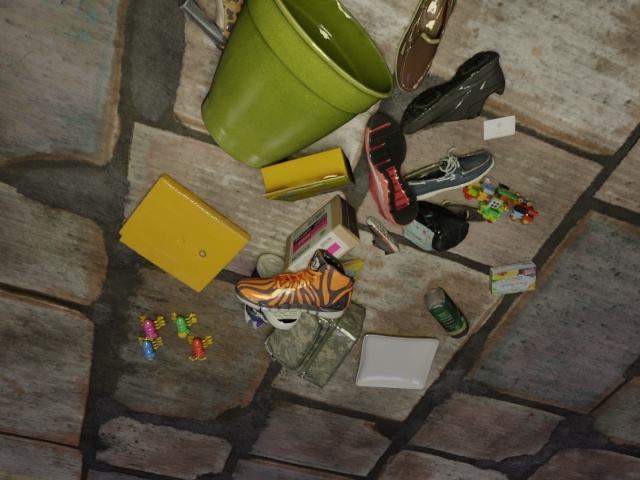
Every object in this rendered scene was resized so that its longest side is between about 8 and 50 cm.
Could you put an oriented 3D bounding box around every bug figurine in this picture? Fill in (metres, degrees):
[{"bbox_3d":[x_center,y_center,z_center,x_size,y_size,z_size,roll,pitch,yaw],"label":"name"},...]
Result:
[{"bbox_3d":[-0.553,0.362,1.558,0.279,0.072,0.216,-3,121,3],"label":"bug figurine"}]

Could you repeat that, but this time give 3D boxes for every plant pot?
[{"bbox_3d":[-0.086,-0.357,0.973,0.366,0.366,0.353,38,126,-21],"label":"plant pot"}]

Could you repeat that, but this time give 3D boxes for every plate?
[{"bbox_3d":[0.285,0.459,1.625,0.278,0.045,0.277,4,121,-3],"label":"plate"}]

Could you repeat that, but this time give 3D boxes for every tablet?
[{"bbox_3d":[0.494,-0.311,1.170,0.083,0.006,0.054,-10,121,6],"label":"tablet"}]

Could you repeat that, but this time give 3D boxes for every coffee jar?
[{"bbox_3d":[0.439,0.255,1.467,0.079,0.096,0.184,-33,115,22],"label":"coffee jar"}]

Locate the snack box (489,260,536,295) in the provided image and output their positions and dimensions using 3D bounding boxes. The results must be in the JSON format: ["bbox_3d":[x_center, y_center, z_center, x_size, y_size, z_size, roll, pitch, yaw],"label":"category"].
[{"bbox_3d":[0.643,0.128,1.421,0.141,0.037,0.100,-11,122,7],"label":"snack box"}]

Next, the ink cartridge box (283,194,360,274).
[{"bbox_3d":[0.000,0.000,1.257,0.235,0.193,0.088,-40,114,21],"label":"ink cartridge box"}]

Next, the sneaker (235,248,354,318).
[{"bbox_3d":[-0.060,0.101,1.148,0.321,0.124,0.180,8,119,-18],"label":"sneaker"}]

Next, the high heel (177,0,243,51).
[{"bbox_3d":[-0.173,-0.562,0.969,0.261,0.093,0.186,-40,144,13],"label":"high heel"}]

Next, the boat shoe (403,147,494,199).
[{"bbox_3d":[0.355,-0.196,1.195,0.255,0.095,0.079,-18,131,22],"label":"boat shoe"}]

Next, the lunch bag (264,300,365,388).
[{"bbox_3d":[-0.026,0.317,1.456,0.256,0.212,0.305,31,118,2],"label":"lunch bag"}]

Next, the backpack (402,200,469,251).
[{"bbox_3d":[0.318,-0.043,1.238,0.152,0.182,0.115,-16,125,-34],"label":"backpack"}]

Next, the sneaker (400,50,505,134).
[{"bbox_3d":[0.345,-0.351,1.095,0.286,0.109,0.130,-30,125,21],"label":"sneaker"}]

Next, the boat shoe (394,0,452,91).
[{"bbox_3d":[0.245,-0.482,1.014,0.095,0.095,0.257,10,121,-5],"label":"boat shoe"}]

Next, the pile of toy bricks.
[{"bbox_3d":[0.516,-0.096,1.240,0.212,0.118,0.105,22,127,-11],"label":"pile of toy bricks"}]

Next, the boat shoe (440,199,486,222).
[{"bbox_3d":[0.439,-0.080,1.287,0.152,0.049,0.056,13,122,-6],"label":"boat shoe"}]

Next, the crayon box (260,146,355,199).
[{"bbox_3d":[-0.023,-0.163,1.089,0.202,0.318,0.081,-13,92,8],"label":"crayon box"}]

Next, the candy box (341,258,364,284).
[{"bbox_3d":[0.047,0.120,1.360,0.206,0.027,0.105,-9,129,-40],"label":"candy box"}]

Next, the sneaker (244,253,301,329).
[{"bbox_3d":[-0.156,0.219,1.323,0.130,0.322,0.236,4,123,-23],"label":"sneaker"}]

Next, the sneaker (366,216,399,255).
[{"bbox_3d":[0.184,-0.005,1.333,0.065,0.061,0.158,-31,116,25],"label":"sneaker"}]

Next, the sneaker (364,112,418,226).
[{"bbox_3d":[0.169,-0.191,1.184,0.116,0.136,0.313,-20,104,-19],"label":"sneaker"}]

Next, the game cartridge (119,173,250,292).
[{"bbox_3d":[-0.434,-0.013,1.343,0.324,0.052,0.285,39,114,-18],"label":"game cartridge"}]
